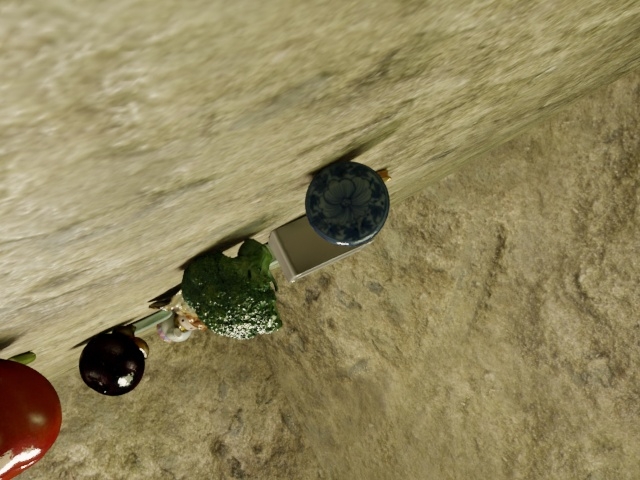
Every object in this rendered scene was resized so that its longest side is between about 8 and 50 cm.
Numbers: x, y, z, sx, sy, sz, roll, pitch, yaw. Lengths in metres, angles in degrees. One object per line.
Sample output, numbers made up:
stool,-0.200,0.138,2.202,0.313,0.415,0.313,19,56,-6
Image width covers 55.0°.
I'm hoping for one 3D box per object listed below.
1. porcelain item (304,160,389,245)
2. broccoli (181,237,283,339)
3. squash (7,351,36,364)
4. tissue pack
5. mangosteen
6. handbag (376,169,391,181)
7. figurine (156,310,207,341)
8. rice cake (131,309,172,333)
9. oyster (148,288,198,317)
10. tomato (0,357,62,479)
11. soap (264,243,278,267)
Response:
porcelain item,0.047,-0.062,1.077,0.147,0.147,0.114,-28,177,4
broccoli,-0.193,0.108,1.407,0.242,0.261,0.269,-53,152,-35
squash,-0.689,0.277,1.425,0.027,0.027,0.083,-28,178,11
tissue pack,0.000,0.001,1.669,0.246,0.136,0.159,-23,173,-13
mangosteen,-0.653,0.373,1.982,0.211,0.211,0.250,-30,-154,38
handbag,0.134,-0.150,1.517,0.061,0.027,0.083,-28,174,32
figurine,-0.513,0.299,2.374,0.263,0.142,0.189,-31,-153,31
rice cake,-0.636,0.302,2.202,0.080,0.042,0.221,-32,176,41
oyster,-0.391,0.187,1.851,0.201,0.107,0.354,-24,177,-4
tomato,-0.621,0.334,1.114,0.298,0.226,0.298,-28,170,-6
soap,-0.165,0.050,1.896,0.114,0.063,0.198,-26,177,4
